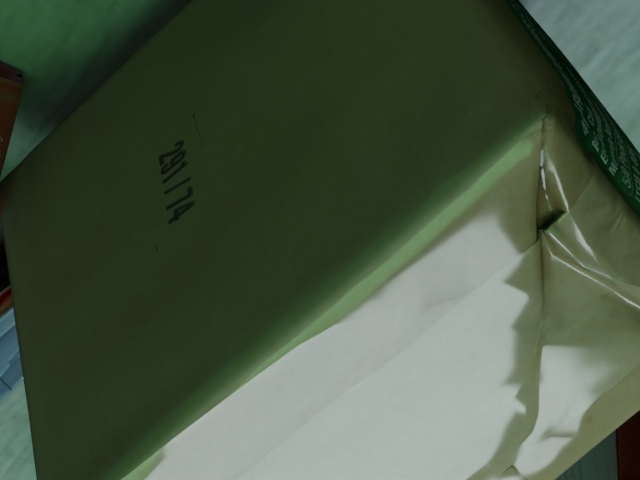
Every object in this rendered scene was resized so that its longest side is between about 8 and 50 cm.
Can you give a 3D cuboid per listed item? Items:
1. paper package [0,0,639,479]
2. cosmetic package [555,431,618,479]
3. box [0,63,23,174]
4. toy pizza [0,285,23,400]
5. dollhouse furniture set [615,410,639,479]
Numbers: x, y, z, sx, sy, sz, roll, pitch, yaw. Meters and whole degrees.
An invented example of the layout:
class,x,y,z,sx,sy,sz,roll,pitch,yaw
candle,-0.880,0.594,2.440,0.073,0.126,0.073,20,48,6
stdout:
class,x,y,z,sx,sy,sz,roll,pitch,yaw
paper package,0.000,0.000,0.893,0.309,0.325,0.168,-42,122,13
cosmetic package,0.052,0.206,1.222,0.385,0.156,0.217,19,129,-14
box,-0.310,0.015,1.060,0.142,0.154,0.300,25,128,-18
toy pizza,-0.215,0.075,1.101,0.032,0.201,0.201,45,124,5
dollhouse furniture set,0.272,0.164,1.038,0.152,0.374,0.201,7,133,1
